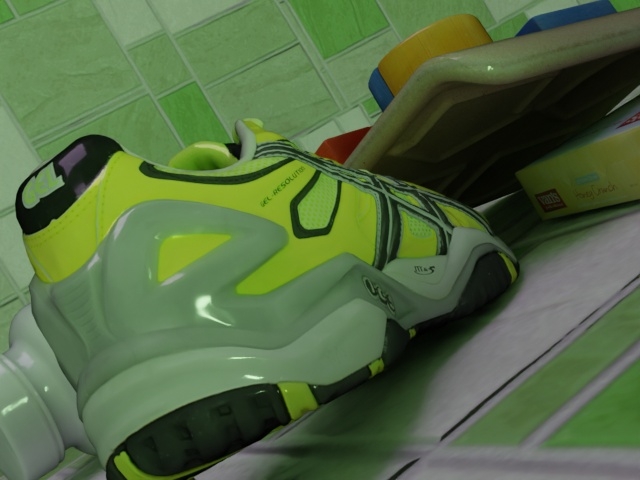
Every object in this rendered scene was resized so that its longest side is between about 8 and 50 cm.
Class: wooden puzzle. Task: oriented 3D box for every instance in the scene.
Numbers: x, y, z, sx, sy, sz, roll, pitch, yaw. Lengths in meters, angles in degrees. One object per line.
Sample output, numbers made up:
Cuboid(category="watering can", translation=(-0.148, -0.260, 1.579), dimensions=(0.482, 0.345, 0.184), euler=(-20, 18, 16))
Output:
Cuboid(category="wooden puzzle", translation=(0.121, -0.094, 0.736), dimensions=(0.322, 0.080, 0.348), euler=(-20, -13, -33))

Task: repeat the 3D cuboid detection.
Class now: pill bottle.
Cuboid(category="pill bottle", translation=(-0.180, 0.096, 0.835), dimensions=(0.272, 0.152, 0.152), euler=(-33, 3, -34))

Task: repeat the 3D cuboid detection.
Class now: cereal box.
Cuboid(category="cereal box", translation=(0.262, -0.097, 0.596), dimensions=(0.240, 0.047, 0.173), euler=(-32, 3, -14))

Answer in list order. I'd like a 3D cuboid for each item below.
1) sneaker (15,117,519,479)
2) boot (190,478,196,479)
Cuboid(category="sneaker", translation=(0.000, 0.000, 0.501), dimensions=(0.145, 0.147, 0.385), euler=(-32, -7, 21))
Cuboid(category="boot", translation=(-0.106, 0.142, 0.414), dimensions=(0.119, 0.042, 0.087), euler=(-27, -1, -11))
